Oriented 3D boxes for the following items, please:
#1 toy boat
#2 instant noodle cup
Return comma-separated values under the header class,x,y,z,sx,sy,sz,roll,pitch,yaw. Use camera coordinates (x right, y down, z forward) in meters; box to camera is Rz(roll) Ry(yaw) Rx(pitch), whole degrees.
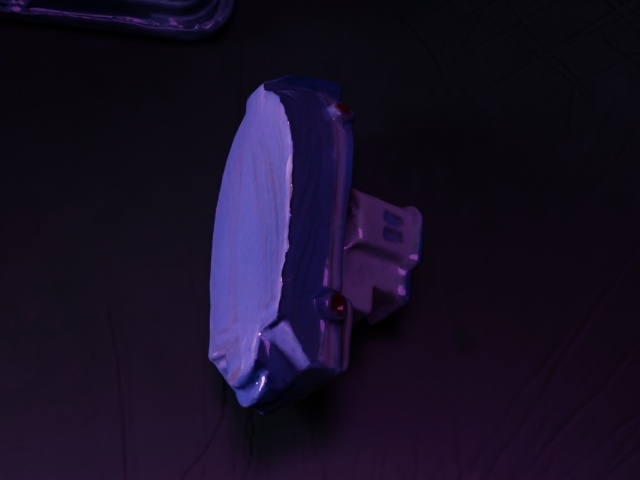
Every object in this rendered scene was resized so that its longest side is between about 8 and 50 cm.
class,x,y,z,sx,sy,sz,roll,pitch,yaw
toy boat,0.000,0.000,0.744,0.102,0.088,0.215,21,53,-30
instant noodle cup,-0.134,-0.212,0.860,0.179,0.070,0.157,7,61,1
